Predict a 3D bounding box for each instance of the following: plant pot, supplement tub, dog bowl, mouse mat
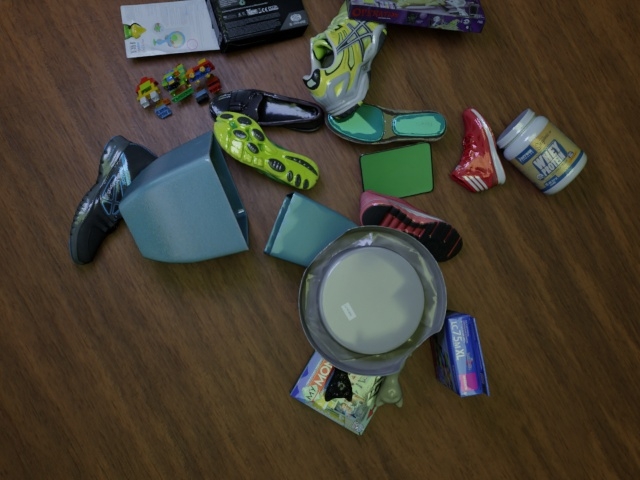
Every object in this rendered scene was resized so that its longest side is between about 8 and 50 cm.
[{"bbox_3d":[-0.332,-0.082,1.653,0.252,0.247,0.247,-20,114,1],"label":"plant pot"},{"bbox_3d":[0.000,0.000,1.744,0.234,0.166,0.165,22,87,-10],"label":"plant pot"},{"bbox_3d":[0.568,-0.229,1.783,0.200,0.144,0.144,42,87,-1],"label":"supplement tub"},{"bbox_3d":[0.115,0.140,1.626,0.349,0.102,0.348,0,86,-7],"label":"dog bowl"},{"bbox_3d":[0.199,-0.173,1.786,0.190,0.007,0.152,-12,125,-3],"label":"mouse mat"}]

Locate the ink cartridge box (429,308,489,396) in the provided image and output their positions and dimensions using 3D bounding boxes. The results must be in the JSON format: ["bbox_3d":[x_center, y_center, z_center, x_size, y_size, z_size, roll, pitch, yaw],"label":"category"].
[{"bbox_3d":[0.325,0.268,1.672,0.065,0.311,0.185,-9,88,-5],"label":"ink cartridge box"}]

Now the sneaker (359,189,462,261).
[{"bbox_3d":[0.235,-0.053,1.778,0.314,0.136,0.116,24,117,-23],"label":"sneaker"}]

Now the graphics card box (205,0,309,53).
[{"bbox_3d":[-0.194,-0.685,1.763,0.233,0.094,0.370,-18,88,-16],"label":"graphics card box"}]

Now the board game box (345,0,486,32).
[{"bbox_3d":[0.232,-0.624,1.752,0.347,0.056,0.208,3,49,-11],"label":"board game box"}]

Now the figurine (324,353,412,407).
[{"bbox_3d":[0.124,0.317,1.734,0.215,0.092,0.209,8,95,-4],"label":"figurine"}]

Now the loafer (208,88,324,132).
[{"bbox_3d":[-0.138,-0.340,1.772,0.303,0.095,0.109,5,88,-3],"label":"loafer"}]

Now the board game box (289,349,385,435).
[{"bbox_3d":[0.091,0.314,1.791,0.214,0.046,0.317,30,87,-3],"label":"board game box"}]

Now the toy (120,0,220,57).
[{"bbox_3d":[-0.386,-0.542,1.783,0.237,0.056,0.136,-7,87,-11],"label":"toy"}]

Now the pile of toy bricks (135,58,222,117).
[{"bbox_3d":[-0.362,-0.410,1.771,0.212,0.118,0.105,-26,61,12],"label":"pile of toy bricks"}]

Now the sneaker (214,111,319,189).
[{"bbox_3d":[-0.146,-0.213,1.749,0.296,0.123,0.109,33,79,-13],"label":"sneaker"}]

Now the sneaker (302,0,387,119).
[{"bbox_3d":[0.060,-0.489,1.701,0.147,0.145,0.384,35,52,-36],"label":"sneaker"}]

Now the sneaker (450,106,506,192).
[{"bbox_3d":[0.390,-0.229,1.804,0.128,0.087,0.221,-23,88,-5],"label":"sneaker"}]

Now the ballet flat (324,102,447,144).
[{"bbox_3d":[0.165,-0.292,1.782,0.316,0.106,0.107,7,91,-2],"label":"ballet flat"}]

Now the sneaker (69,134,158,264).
[{"bbox_3d":[-0.520,-0.088,1.731,0.140,0.125,0.340,23,89,-8],"label":"sneaker"}]
